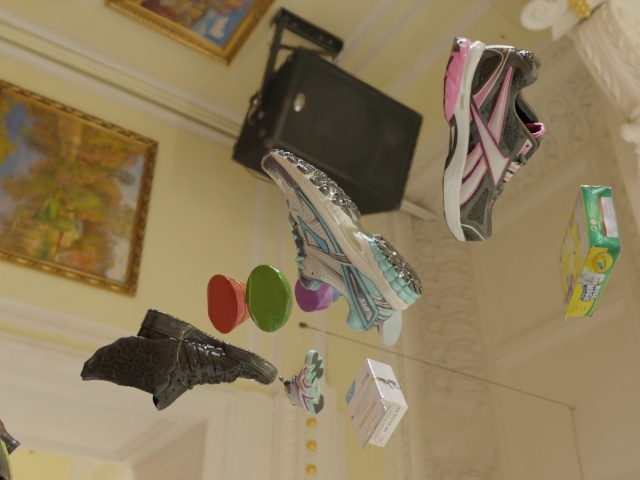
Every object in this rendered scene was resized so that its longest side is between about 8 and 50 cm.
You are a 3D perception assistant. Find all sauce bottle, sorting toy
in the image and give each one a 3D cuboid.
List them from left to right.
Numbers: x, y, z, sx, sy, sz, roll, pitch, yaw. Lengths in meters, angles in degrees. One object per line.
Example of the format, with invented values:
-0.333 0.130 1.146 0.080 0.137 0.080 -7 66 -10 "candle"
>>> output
-0.498 0.268 1.074 0.042 0.128 0.042 -44 -177 3 "sauce bottle"
-0.076 0.108 1.412 0.365 0.126 0.127 -12 -96 48 "sorting toy"

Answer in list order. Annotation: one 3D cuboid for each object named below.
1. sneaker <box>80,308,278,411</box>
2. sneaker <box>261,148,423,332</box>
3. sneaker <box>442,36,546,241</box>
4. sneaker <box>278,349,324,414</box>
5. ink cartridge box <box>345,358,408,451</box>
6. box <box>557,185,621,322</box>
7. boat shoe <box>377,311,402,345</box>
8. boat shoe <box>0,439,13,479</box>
-0.133 0.127 0.702 0.089 0.170 0.051 -66 -172 -17 "sneaker"
0.000 0.000 0.963 0.122 0.110 0.283 -43 -104 12 "sneaker"
0.141 -0.073 0.589 0.072 0.077 0.178 -64 153 -47 "sneaker"
-0.031 0.198 1.045 0.069 0.038 0.098 10 -73 34 "sneaker"
0.111 0.330 1.441 0.104 0.061 0.181 -63 -162 18 "ink cartridge box"
0.350 0.025 0.967 0.179 0.043 0.105 87 9 -53 "box"
0.148 0.161 1.780 0.083 0.065 0.183 5 -81 53 "boat shoe"
-0.226 0.152 0.433 0.068 0.081 0.228 22 -55 47 "boat shoe"
